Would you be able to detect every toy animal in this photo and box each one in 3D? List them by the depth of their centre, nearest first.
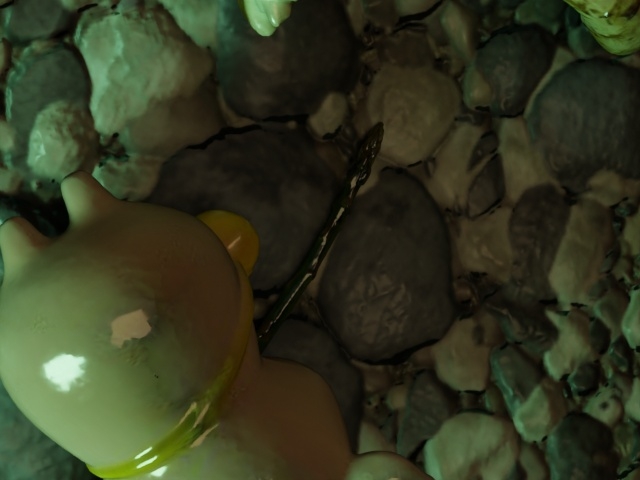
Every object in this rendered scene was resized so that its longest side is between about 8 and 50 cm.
[{"bbox_3d":[-0.077,0.078,0.789,0.165,0.149,0.248,-37,94,1],"label":"toy animal"}]

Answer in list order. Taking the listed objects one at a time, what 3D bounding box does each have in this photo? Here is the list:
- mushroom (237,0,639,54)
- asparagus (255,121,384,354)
[{"bbox_3d":[0.101,-0.203,0.786,0.302,0.233,0.207,1,102,-20],"label":"mushroom"},{"bbox_3d":[0.000,0.000,0.875,0.016,0.016,0.162,30,83,-1],"label":"asparagus"}]
